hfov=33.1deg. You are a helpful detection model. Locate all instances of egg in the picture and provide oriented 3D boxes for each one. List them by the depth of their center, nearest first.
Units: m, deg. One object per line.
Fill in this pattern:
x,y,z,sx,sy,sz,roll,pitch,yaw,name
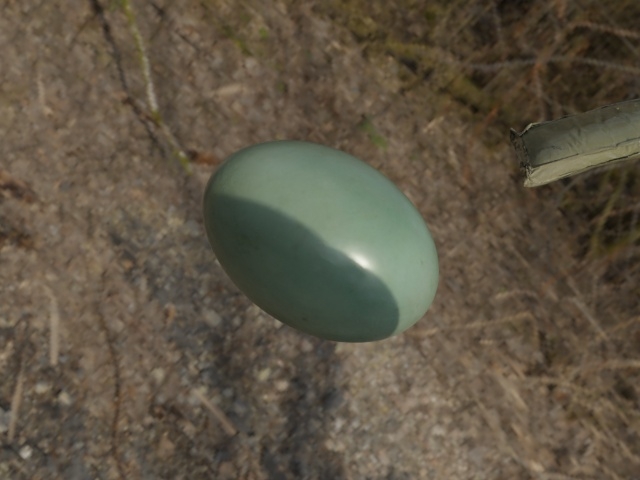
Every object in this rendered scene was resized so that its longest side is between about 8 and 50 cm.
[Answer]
0.000,0.000,1.641,0.389,0.276,0.276,29,31,0,egg

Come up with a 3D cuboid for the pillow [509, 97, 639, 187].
0.316,-0.114,1.183,0.119,0.208,0.053,-80,155,-63,pillow
